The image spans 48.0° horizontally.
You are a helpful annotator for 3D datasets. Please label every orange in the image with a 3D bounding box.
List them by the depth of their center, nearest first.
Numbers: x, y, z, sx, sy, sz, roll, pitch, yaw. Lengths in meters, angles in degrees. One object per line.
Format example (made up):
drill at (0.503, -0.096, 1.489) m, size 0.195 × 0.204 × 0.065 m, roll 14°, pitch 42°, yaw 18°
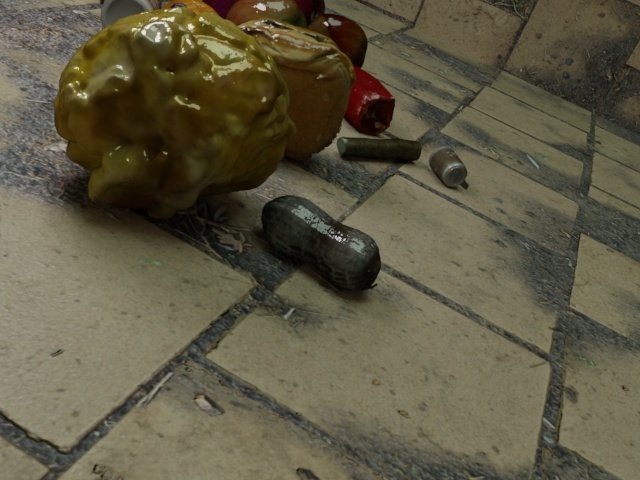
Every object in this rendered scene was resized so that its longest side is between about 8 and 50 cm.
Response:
orange at (-0.353, -0.573, 1.953) m, size 0.177 × 0.155 × 0.178 m, roll 13°, pitch 40°, yaw -11°

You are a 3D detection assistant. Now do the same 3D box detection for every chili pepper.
chili pepper at (0.094, -0.438, 2.081) m, size 0.131 × 0.135 × 0.338 m, roll -4°, pitch 37°, yaw -20°

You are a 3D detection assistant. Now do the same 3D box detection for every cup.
cup at (0.341, -0.182, 1.901) m, size 0.074 × 0.102 × 0.099 m, roll -22°, pitch 39°, yaw -1°

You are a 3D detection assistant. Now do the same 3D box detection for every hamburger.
hamburger at (-0.088, -0.331, 1.585) m, size 0.304 × 0.284 × 0.174 m, roll 17°, pitch 29°, yaw -3°

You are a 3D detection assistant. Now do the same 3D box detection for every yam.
yam at (0.152, -0.235, 1.848) m, size 0.274 × 0.061 × 0.061 m, roll -4°, pitch 38°, yaw -40°

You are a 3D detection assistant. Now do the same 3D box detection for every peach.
peach at (-0.147, -0.543, 1.960) m, size 0.252 × 0.252 × 0.252 m, roll 18°, pitch 28°, yaw -10°

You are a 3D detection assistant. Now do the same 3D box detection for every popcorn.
popcorn at (-0.243, -0.229, 1.221) m, size 0.354 × 0.344 × 0.390 m, roll 40°, pitch 37°, yaw 18°

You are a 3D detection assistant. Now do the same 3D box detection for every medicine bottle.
medicine bottle at (-0.509, -0.632, 1.955) m, size 0.144 × 0.145 × 0.252 m, roll 15°, pitch 28°, yaw -16°

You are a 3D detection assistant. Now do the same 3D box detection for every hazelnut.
hazelnut at (0.040, -0.586, 2.212) m, size 0.181 × 0.212 × 0.181 m, roll 39°, pitch 29°, yaw 12°

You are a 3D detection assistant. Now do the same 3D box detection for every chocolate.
chocolate at (0.000, 0.000, 1.260) m, size 0.248 × 0.110 × 0.110 m, roll 28°, pitch 28°, yaw 15°

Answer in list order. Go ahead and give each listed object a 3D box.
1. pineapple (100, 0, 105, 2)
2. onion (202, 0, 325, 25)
pineapple at (-0.591, -0.868, 2.154) m, size 0.208 × 0.286 × 0.344 m, roll 13°, pitch 28°, yaw -19°
onion at (-0.152, -0.799, 2.225) m, size 0.398 × 0.420 × 0.398 m, roll 18°, pitch 35°, yaw -13°
